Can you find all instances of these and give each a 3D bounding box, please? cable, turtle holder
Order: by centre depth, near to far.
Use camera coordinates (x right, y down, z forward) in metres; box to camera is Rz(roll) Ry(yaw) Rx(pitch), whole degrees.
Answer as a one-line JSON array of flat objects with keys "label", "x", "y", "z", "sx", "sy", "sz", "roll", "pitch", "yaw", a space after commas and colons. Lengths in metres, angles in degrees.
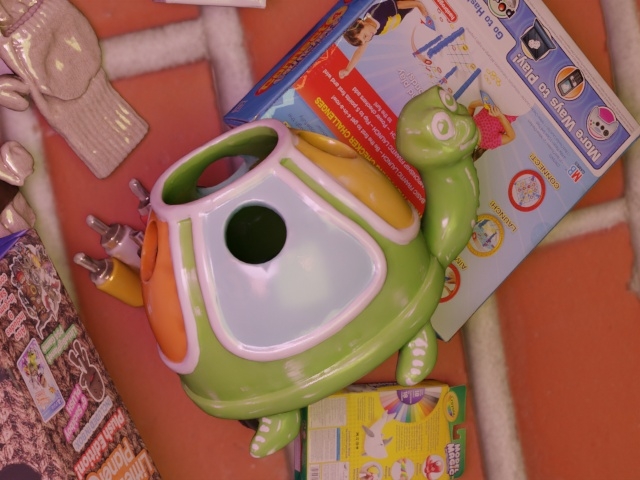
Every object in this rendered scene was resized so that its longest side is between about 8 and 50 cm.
[{"label": "turtle holder", "x": -0.008, "y": 0.012, "z": 1.484, "sx": 0.320, "sy": 0.243, "sz": 0.227, "roll": -19, "pitch": 117, "yaw": 20}, {"label": "cable", "x": -0.112, "y": 0.058, "z": 1.644, "sx": 0.139, "sy": 0.072, "sz": 0.287, "roll": -55, "pitch": 126, "yaw": -25}]

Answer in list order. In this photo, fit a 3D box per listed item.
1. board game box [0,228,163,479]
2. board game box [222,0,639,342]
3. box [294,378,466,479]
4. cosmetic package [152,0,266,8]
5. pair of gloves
[{"label": "board game box", "x": -0.301, "y": 0.172, "z": 1.462, "sx": 0.232, "sy": 0.141, "sz": 0.291, "roll": -19, "pitch": 108, "yaw": 20}, {"label": "board game box", "x": 0.116, "y": -0.114, "z": 1.678, "sx": 0.302, "sy": 0.086, "sz": 0.308, "roll": -46, "pitch": 111, "yaw": -10}, {"label": "box", "x": 0.063, "y": 0.196, "z": 1.728, "sx": 0.179, "sy": 0.043, "sz": 0.105, "roll": -1, "pitch": 98, "yaw": -20}, {"label": "cosmetic package", "x": -0.098, "y": -0.336, "z": 1.570, "sx": 0.099, "sy": 0.060, "sz": 0.239, "roll": 1, "pitch": 97, "yaw": -18}, {"label": "pair of gloves", "x": -0.276, "y": -0.109, "z": 1.510, "sx": 0.240, "sy": 0.042, "sz": 0.204, "roll": -43, "pitch": 114, "yaw": -29}]
